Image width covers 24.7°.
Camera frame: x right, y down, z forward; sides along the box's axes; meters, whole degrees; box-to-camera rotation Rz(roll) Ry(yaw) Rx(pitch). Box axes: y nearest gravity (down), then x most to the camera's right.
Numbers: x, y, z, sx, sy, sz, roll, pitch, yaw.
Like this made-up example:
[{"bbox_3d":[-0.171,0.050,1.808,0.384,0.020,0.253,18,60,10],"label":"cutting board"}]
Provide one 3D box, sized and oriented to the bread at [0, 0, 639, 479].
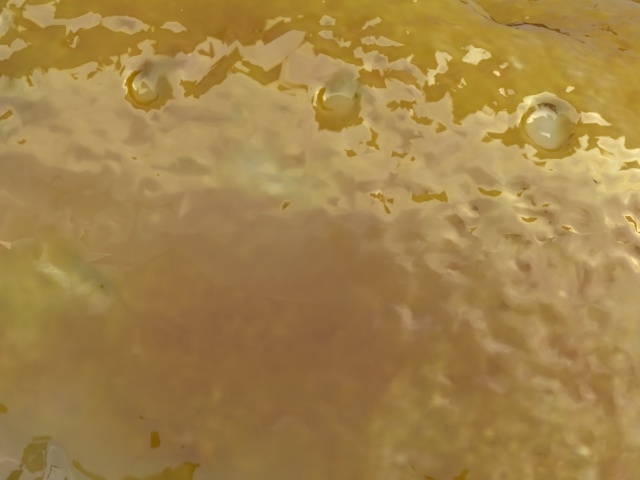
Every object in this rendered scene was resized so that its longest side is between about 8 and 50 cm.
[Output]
[{"bbox_3d":[0.000,0.000,0.626,0.394,0.250,0.361,9,70,7],"label":"bread"}]
